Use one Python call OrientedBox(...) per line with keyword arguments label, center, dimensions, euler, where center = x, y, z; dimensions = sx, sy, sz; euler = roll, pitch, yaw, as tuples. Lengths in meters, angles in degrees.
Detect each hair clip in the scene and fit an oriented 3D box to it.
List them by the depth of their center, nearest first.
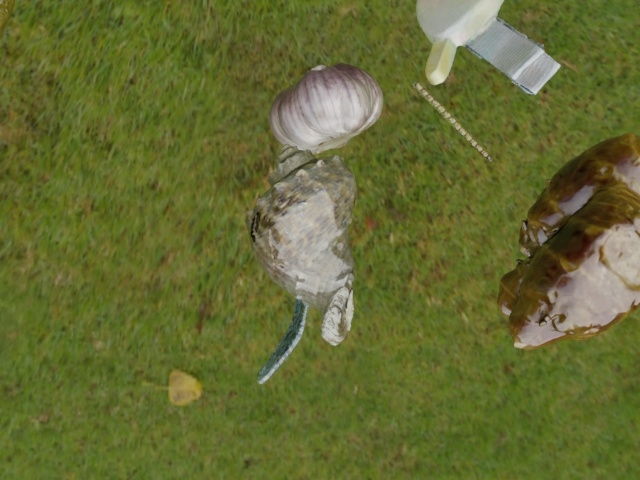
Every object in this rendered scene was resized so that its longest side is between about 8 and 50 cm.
OrientedBox(label="hair clip", center=(0.185, -0.252, 1.133), dimensions=(0.159, 0.218, 0.071), euler=(-42, 141, 2))
OrientedBox(label="hair clip", center=(-0.052, 0.149, 1.623), dimensions=(0.036, 0.066, 0.229), euler=(23, 94, -24))

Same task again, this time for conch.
OrientedBox(label="conch", center=(0.000, 0.000, 0.941), dimensions=(0.130, 0.155, 0.207), euler=(-22, 87, 29))

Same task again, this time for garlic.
OrientedBox(label="garlic", center=(0.005, -0.170, 1.174), dimensions=(0.147, 0.159, 0.102), euler=(-23, 87, -4))

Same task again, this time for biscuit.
OrientedBox(label="biscuit", center=(0.239, -0.229, 1.725), dimensions=(0.203, 0.144, 0.016), euler=(43, 101, -12))

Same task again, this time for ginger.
OrientedBox(label="ginger", center=(0.374, 0.008, 1.361), dimensions=(0.152, 0.357, 0.274), euler=(40, 144, -27))

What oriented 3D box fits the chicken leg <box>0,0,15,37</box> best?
OrientedBox(label="chicken leg", center=(-0.203, -0.116, 0.476), dimensions=(0.093, 0.178, 0.070), euler=(3, 156, -21))
